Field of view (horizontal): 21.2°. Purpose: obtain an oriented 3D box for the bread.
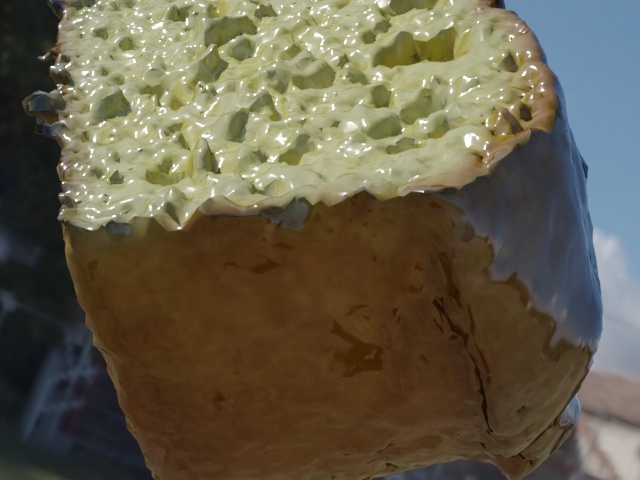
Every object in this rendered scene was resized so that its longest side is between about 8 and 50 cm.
[{"bbox_3d":[0.000,0.000,0.662,0.194,0.179,0.340,-12,25,-3],"label":"bread"}]
